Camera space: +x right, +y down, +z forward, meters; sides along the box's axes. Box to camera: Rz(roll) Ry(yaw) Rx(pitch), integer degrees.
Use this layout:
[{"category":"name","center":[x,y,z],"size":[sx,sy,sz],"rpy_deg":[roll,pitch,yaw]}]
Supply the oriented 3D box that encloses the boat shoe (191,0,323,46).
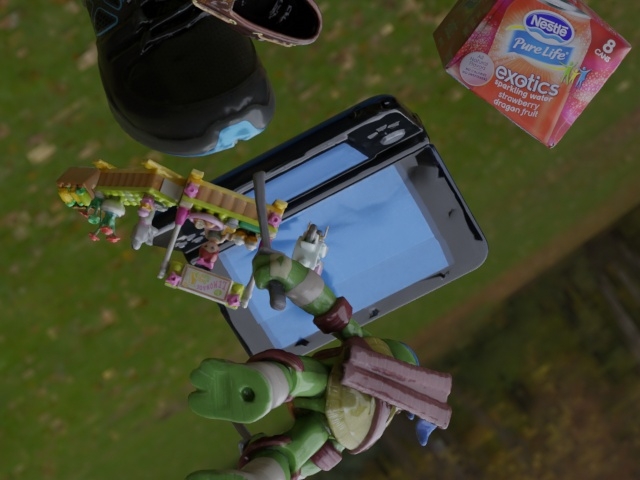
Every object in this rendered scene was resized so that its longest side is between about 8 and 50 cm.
[{"category":"boat shoe","center":[-0.068,-0.192,1.230],"size":[0.207,0.073,0.073],"rpy_deg":[26,96,-54]}]

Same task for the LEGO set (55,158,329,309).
[{"category":"LEGO set","center":[-0.140,-0.003,1.682],"size":[0.132,0.287,0.107],"rpy_deg":[56,50,-70]}]

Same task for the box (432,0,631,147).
[{"category":"box","center":[0.195,-0.192,1.720],"size":[0.122,0.128,0.257],"rpy_deg":[-52,-173,11]}]

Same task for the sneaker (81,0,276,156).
[{"category":"sneaker","center":[-0.141,-0.198,1.459],"size":[0.125,0.341,0.139],"rpy_deg":[-23,137,-11]}]

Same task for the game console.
[{"category":"game console","center":[0.000,0.000,1.860],"size":[0.293,0.173,0.250],"rpy_deg":[-28,170,9]}]

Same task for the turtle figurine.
[{"category":"turtle figurine","center":[-0.050,0.119,1.489],"size":[0.198,0.275,0.266],"rpy_deg":[-54,168,25]}]
